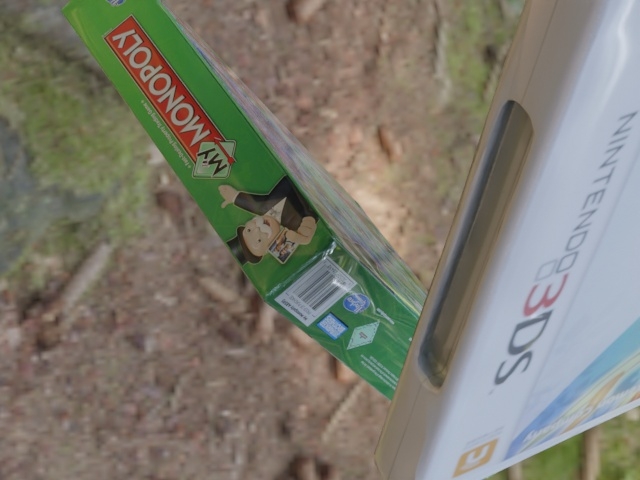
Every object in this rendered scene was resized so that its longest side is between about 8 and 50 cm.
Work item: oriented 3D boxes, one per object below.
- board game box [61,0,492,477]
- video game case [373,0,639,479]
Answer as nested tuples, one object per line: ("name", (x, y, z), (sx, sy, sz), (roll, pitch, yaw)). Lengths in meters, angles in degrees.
("board game box", (0.000, 0.000, 0.908), (0.213, 0.046, 0.317), (52, 5, 33))
("video game case", (0.188, -0.045, 0.635), (0.329, 0.300, 0.036), (-21, 57, -26))
